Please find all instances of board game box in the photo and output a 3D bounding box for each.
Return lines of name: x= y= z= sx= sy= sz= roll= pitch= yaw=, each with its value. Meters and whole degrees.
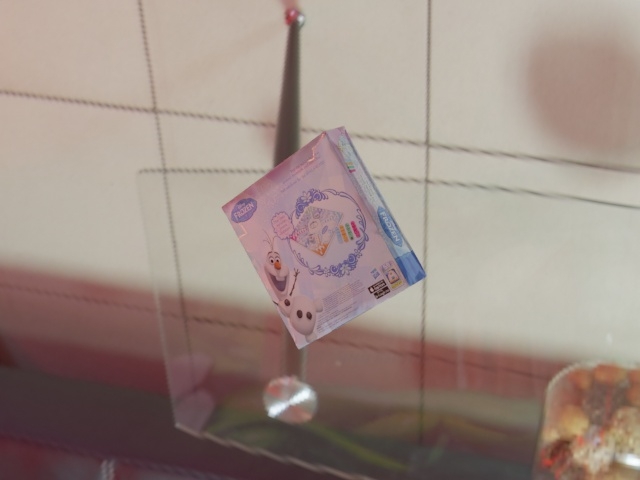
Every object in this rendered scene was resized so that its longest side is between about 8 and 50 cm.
board game box: x=0.000 y=0.000 z=0.641 sx=0.090 sy=0.020 sz=0.090 roll=-33 pitch=85 yaw=41
